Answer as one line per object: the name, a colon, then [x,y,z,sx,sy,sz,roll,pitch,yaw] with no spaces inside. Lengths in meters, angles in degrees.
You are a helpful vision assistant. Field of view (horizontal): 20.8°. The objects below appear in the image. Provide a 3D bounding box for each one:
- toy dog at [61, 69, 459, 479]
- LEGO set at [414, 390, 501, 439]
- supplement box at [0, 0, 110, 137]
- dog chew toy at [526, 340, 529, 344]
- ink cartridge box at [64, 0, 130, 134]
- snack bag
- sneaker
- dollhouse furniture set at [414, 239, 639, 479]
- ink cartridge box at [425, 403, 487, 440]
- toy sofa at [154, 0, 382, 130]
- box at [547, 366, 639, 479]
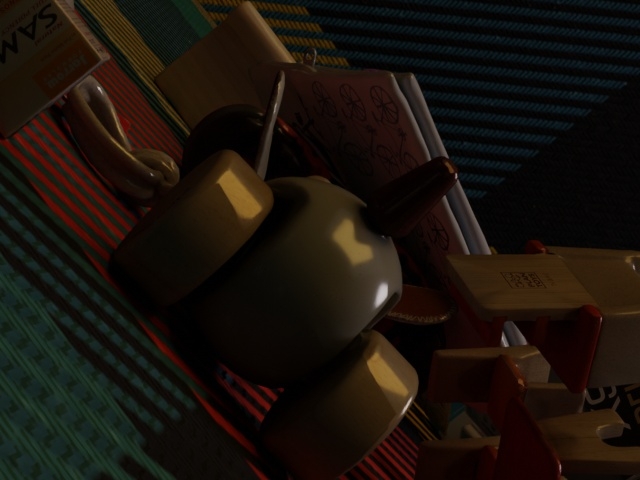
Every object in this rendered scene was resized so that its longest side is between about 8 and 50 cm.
toy dog: [-0.005,-0.009,0.957,0.220,0.161,0.333,50,5,-30]
LEGO set: [0.099,0.111,1.576,0.244,0.060,0.182,49,-35,43]
supplement box: [-0.156,-0.106,0.833,0.098,0.062,0.036,51,4,-6]
dog chew toy: [0.286,0.242,1.785,0.332,0.206,0.206,60,5,6]
ink cartridge box: [-0.171,-0.145,1.127,0.179,0.045,0.145,48,5,-11]
snack bag: [0.051,-0.005,1.424,0.323,0.037,0.342,65,-17,-18]
sneaker: [0.000,0.000,1.355,0.276,0.097,0.135,49,7,-13]
dollhouse furniture set: [0.132,0.135,1.091,0.262,0.135,0.259,-121,-146,-59]
ink cartridge box: [0.162,0.207,1.649,0.088,0.052,0.122,46,6,-49]
toy sofa: [-0.021,-0.137,1.758,0.150,0.177,0.362,53,5,8]
box: [0.326,0.208,1.578,0.076,0.242,0.307,38,31,-61]
